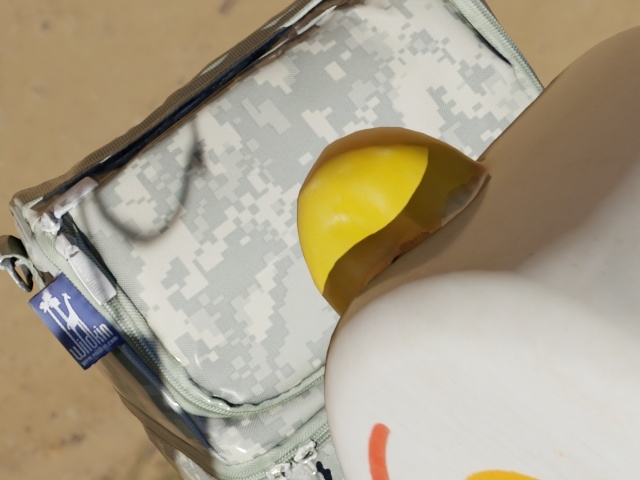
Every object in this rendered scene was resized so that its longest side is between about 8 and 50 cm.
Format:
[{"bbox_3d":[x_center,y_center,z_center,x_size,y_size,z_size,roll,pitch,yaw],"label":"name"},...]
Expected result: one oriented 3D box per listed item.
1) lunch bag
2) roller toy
[{"bbox_3d":[0.000,0.000,1.080,0.305,0.212,0.256,-39,117,-11],"label":"lunch bag"},{"bbox_3d":[0.102,0.050,0.510,0.146,0.191,0.209,-46,122,-28],"label":"roller toy"}]
